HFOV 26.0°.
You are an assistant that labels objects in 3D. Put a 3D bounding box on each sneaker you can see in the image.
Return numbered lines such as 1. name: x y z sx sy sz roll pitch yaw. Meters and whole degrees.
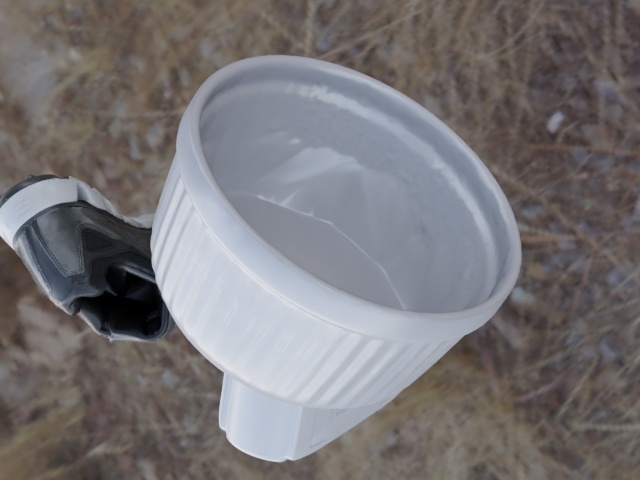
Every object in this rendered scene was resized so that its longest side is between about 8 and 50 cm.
1. sneaker: -0.117 0.030 0.944 0.078 0.234 0.106 -41 61 19

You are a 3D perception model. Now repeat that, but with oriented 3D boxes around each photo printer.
1. photo printer: 0.017 0.034 1.352 0.107 0.256 0.307 20 113 26

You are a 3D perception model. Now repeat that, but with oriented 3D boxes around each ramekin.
1. ramekin: 0.000 0.000 0.801 0.207 0.207 0.109 44 128 14
